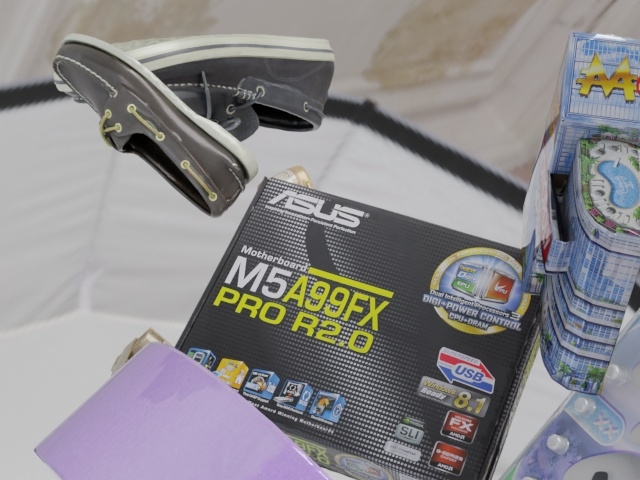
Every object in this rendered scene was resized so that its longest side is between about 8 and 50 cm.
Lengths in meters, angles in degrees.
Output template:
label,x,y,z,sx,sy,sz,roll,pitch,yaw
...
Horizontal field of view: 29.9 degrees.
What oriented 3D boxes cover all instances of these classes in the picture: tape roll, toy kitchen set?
label,x,y,z,sx,sy,sz,roll,pitch,yaw
tape roll,-0.033,0.185,0.662,0.090,0.275,0.275,-42,-17,-17
toy kitchen set,-0.254,0.188,1.736,0.083,0.075,0.068,-40,16,29

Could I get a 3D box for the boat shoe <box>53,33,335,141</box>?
label,x,y,z,sx,sy,sz,roll,pitch,yaw
boat shoe,-0.157,-0.212,1.710,0.500,0.186,0.156,-9,-81,-51

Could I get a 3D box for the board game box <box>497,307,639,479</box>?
label,x,y,z,sx,sy,sz,roll,pitch,yaw
board game box,0.291,0.218,0.862,0.050,0.390,0.390,31,-79,-41

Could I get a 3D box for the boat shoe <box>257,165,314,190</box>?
label,x,y,z,sx,sy,sz,roll,pitch,yaw
boat shoe,0.000,0.000,1.235,0.059,0.170,0.063,-36,23,-20

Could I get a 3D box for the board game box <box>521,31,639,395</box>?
label,x,y,z,sx,sy,sz,roll,pitch,yaw
board game box,0.181,-0.032,0.822,0.194,0.060,0.194,-78,-7,-49

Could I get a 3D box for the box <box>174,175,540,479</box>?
label,x,y,z,sx,sy,sz,roll,pitch,yaw
box,0.035,0.079,0.976,0.060,0.270,0.216,80,-148,-57

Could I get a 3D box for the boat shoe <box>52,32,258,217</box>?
label,x,y,z,sx,sy,sz,roll,pitch,yaw
boat shoe,-0.168,-0.110,1.149,0.069,0.227,0.081,-55,0,-24
